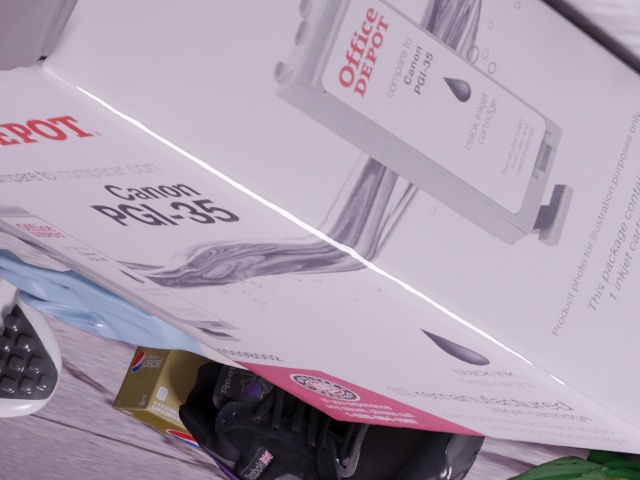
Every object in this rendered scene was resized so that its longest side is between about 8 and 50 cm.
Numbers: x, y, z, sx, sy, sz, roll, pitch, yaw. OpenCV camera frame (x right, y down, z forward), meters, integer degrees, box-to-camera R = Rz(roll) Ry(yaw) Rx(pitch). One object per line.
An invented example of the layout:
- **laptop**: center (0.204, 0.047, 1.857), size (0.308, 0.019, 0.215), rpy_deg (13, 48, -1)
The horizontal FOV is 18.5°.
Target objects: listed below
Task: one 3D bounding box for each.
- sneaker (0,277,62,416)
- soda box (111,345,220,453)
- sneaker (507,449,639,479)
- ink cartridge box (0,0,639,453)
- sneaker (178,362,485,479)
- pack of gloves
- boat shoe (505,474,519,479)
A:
- **sneaker**: center (-0.299, 0.040, 1.384), size (0.292, 0.110, 0.118), rpy_deg (26, 174, 17)
- **soda box**: center (-0.056, 0.134, 1.432), size (0.181, 0.058, 0.061), rpy_deg (29, 163, -26)
- **sneaker**: center (0.189, 0.167, 1.159), size (0.295, 0.123, 0.109), rpy_deg (-6, 120, 29)
- **ink cartridge box**: center (-0.017, -0.036, 0.691), size (0.283, 0.117, 0.207), rpy_deg (31, 162, -32)
- **sneaker**: center (-0.008, 0.124, 1.260), size (0.124, 0.107, 0.283), rpy_deg (38, 156, -18)
- **pack of gloves**: center (-0.108, -0.001, 1.115), size (0.232, 0.046, 0.195), rpy_deg (10, 150, 27)
- **boat shoe**: center (0.196, 0.209, 1.339), size (0.170, 0.063, 0.059), rpy_deg (20, 159, 4)
